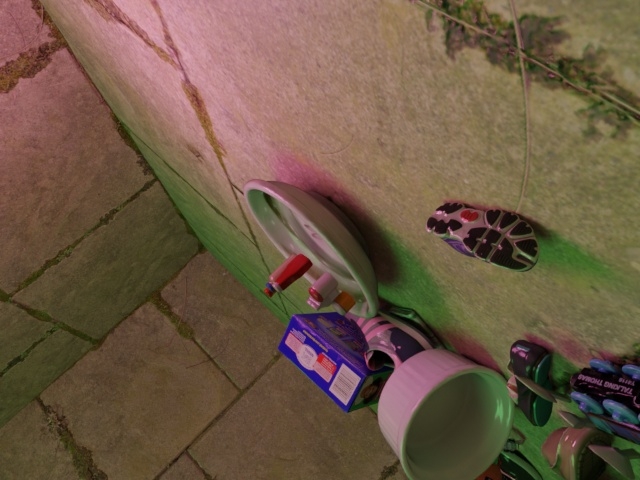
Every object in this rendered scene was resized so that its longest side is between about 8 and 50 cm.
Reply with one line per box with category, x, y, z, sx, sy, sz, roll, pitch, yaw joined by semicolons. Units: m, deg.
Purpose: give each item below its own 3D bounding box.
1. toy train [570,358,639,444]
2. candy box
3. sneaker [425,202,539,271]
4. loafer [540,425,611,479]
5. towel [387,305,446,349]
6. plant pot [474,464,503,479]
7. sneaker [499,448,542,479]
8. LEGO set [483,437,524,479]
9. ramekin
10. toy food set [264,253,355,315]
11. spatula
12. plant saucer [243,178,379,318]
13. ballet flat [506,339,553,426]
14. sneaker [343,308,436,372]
toy train;0.403;0.210;0.605;0.105;0.080;0.184;41;166;-13
candy box;0.087;0.315;1.337;0.268;0.122;0.317;35;-164;34
sneaker;0.213;-0.002;0.625;0.071;0.068;0.170;38;180;-32
loafer;0.445;0.381;0.869;0.092;0.102;0.268;36;165;42
towel;0.235;0.221;1.167;0.152;0.023;0.113;49;165;-12
plant pot;0.478;0.789;1.539;0.203;0.291;0.291;8;142;41
sneaker;0.536;0.700;1.354;0.295;0.147;0.104;56;164;-28
LEGO set;0.377;0.491;1.228;0.244;0.182;0.060;50;-155;19
ramekin;0.256;0.366;1.030;0.277;0.277;0.135;53;170;-25
toy food set;-0.041;0.108;1.073;0.232;0.104;0.111;31;159;44
spatula;0.382;0.267;0.704;0.242;0.019;0.168;28;-171;-47
plant saucer;0.000;0.000;1.079;0.400;0.100;0.400;43;165;15
ballet flat;0.350;0.237;0.822;0.074;0.074;0.203;30;152;46
sneaker;0.130;0.242;1.201;0.112;0.131;0.319;52;162;-28
